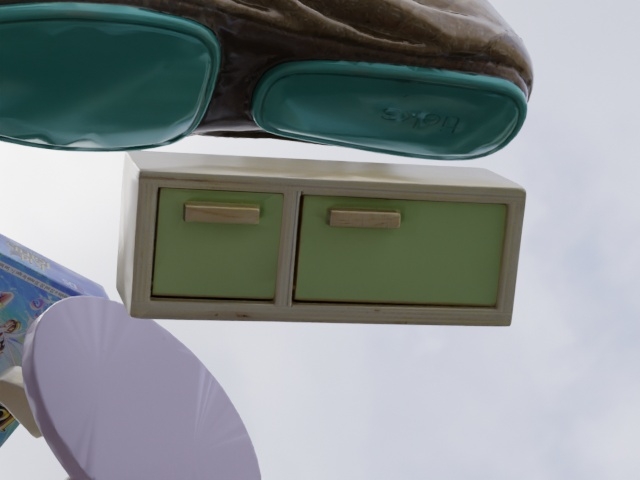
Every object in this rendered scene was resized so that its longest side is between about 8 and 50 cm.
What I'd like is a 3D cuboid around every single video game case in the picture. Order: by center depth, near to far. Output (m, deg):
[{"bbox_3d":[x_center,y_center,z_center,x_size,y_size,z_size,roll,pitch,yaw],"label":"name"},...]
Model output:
[{"bbox_3d":[-0.412,0.105,1.706,0.244,0.269,0.061,-49,-140,12],"label":"video game case"}]

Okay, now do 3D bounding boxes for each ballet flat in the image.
[{"bbox_3d":[-0.052,-0.113,0.774,0.116,0.342,0.124,114,-30,-49],"label":"ballet flat"}]

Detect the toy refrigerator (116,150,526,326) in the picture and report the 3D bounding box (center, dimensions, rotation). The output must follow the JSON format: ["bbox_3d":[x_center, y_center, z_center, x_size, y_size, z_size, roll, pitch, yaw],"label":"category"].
[{"bbox_3d":[0.000,0.000,1.040,0.094,0.269,0.102,-137,-128,-71],"label":"toy refrigerator"}]

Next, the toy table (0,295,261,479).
[{"bbox_3d":[-0.195,0.195,1.429,0.274,0.252,0.161,57,-42,4],"label":"toy table"}]
